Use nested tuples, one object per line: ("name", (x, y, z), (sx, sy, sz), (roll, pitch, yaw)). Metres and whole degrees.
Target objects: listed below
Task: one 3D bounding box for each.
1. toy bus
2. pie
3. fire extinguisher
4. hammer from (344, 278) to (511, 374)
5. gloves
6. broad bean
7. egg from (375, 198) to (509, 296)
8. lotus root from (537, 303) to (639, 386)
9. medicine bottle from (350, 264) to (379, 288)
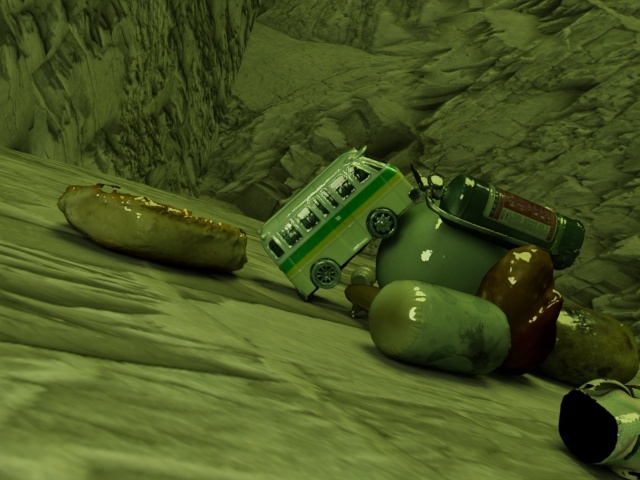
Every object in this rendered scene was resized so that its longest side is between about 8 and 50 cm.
("toy bus", (0.031, -0.039, 0.898), (0.165, 0.276, 0.133), (47, 2, -3))
("pie", (-0.274, -0.020, 0.834), (0.315, 0.092, 0.315), (16, -2, 1))
("fire extinguisher", (0.277, -0.045, 0.824), (0.294, 0.118, 0.093), (22, -39, -4))
("hammer", (0.117, 0.107, 0.760), (0.202, 0.113, 0.305), (20, -4, -27))
("gloves", (0.353, 0.194, 0.507), (0.212, 0.111, 0.127), (15, -21, -12))
("broad bean", (0.309, 0.113, 0.784), (0.156, 0.228, 0.122), (-18, 38, -22))
("egg", (0.269, 0.047, 1.004), (0.276, 0.276, 0.389), (20, 16, 39))
("lotus root", (0.438, 0.185, 0.919), (0.278, 0.154, 0.154), (11, 3, 0))
("medicine bottle", (0.119, 0.106, 1.269), (0.092, 0.061, 0.220), (38, 6, 8))
